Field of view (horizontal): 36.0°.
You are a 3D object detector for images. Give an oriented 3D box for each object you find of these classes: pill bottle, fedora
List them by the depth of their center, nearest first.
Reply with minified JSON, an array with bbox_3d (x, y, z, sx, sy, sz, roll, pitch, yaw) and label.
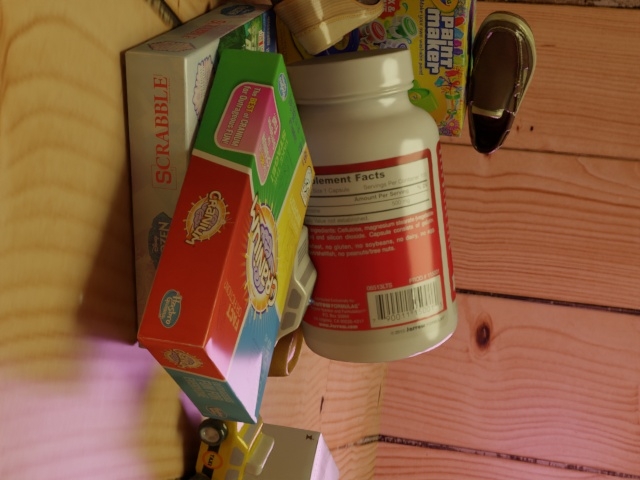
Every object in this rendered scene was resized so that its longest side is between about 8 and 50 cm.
[{"bbox_3d":[0.062,-0.054,1.381,0.229,0.229,0.408,-49,133,-70],"label":"pill bottle"},{"bbox_3d":[-0.069,0.139,1.459,0.194,0.079,0.194,6,90,-79],"label":"fedora"}]

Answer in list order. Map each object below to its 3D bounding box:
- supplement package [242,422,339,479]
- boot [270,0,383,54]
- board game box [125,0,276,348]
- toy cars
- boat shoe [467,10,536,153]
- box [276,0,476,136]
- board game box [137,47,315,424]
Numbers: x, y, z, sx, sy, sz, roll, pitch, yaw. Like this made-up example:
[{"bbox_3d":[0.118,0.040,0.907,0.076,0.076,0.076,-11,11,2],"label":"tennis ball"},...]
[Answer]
[{"bbox_3d":[-0.059,0.374,1.492,0.244,0.133,0.139,74,25,-62],"label":"supplement package"},{"bbox_3d":[-0.012,-0.352,1.227,0.207,0.090,0.248,62,25,-13],"label":"boot"},{"bbox_3d":[-0.122,-0.085,1.111,0.318,0.065,0.319,-59,153,-64],"label":"board game box"},{"bbox_3d":[-0.073,0.167,1.276,0.176,0.087,0.394,88,21,-75],"label":"toy cars"},{"bbox_3d":[0.265,-0.223,1.471,0.257,0.095,0.095,79,27,-57],"label":"boat shoe"},{"bbox_3d":[0.089,-0.332,1.473,0.177,0.279,0.290,-72,163,-45],"label":"box"},{"bbox_3d":[-0.084,0.002,1.020,0.242,0.064,0.317,72,27,-63],"label":"board game box"}]
